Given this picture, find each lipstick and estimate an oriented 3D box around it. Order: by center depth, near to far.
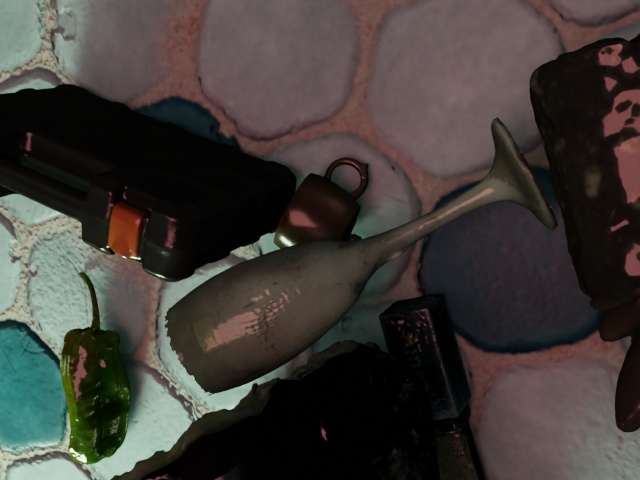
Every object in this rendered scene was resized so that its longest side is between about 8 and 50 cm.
[{"bbox_3d":[0.123,0.205,0.745,0.051,0.051,0.312,-13,97,25],"label":"lipstick"}]

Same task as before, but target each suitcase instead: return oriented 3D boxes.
[{"bbox_3d":[-0.185,-0.064,0.732,0.286,0.206,0.066,23,113,18],"label":"suitcase"}]

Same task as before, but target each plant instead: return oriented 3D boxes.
[{"bbox_3d":[0.272,0.002,0.567,0.194,0.181,0.320,-18,96,20],"label":"plant"}]

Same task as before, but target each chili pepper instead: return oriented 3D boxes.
[{"bbox_3d":[-0.244,0.144,0.877,0.073,0.072,0.203,6,104,24],"label":"chili pepper"}]

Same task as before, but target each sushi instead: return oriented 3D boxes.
[{"bbox_3d":[-0.022,0.267,0.656,0.329,0.328,0.285,-38,79,25],"label":"sushi"}]

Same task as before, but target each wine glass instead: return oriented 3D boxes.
[{"bbox_3d":[0.000,0.000,0.582,0.310,0.264,0.096,-28,70,10],"label":"wine glass"}]

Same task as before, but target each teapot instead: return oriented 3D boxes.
[{"bbox_3d":[0.008,-0.020,0.737,0.068,0.076,0.121,28,82,5],"label":"teapot"}]
